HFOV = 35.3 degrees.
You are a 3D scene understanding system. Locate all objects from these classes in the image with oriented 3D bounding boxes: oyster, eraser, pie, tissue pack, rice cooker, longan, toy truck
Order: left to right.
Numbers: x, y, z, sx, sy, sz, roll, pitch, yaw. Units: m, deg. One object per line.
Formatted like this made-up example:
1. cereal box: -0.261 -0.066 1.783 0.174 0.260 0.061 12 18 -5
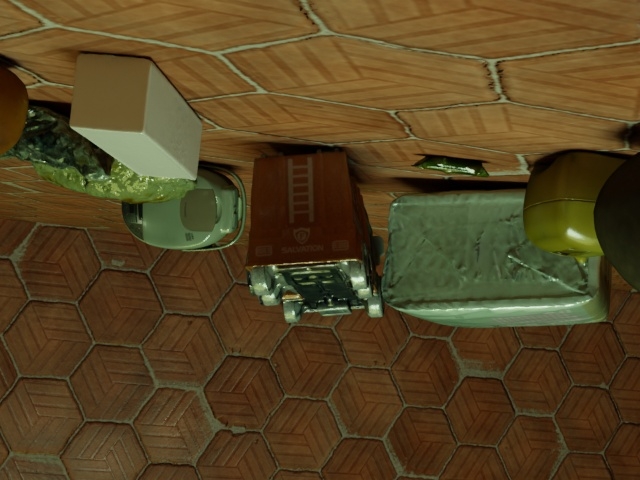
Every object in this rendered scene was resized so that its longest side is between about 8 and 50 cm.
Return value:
1. oyster: -0.380 -0.142 1.320 0.252 0.087 0.199 18 174 -6
2. pie: -0.305 -0.103 1.502 0.247 0.090 0.201 9 178 0
3. eraser: -0.196 -0.129 1.121 0.076 0.078 0.298 5 175 4
4. rice cooker: -0.222 -0.057 1.659 0.206 0.145 0.127 2 -173 3
5. toy truck: 0.000 0.000 1.524 0.173 0.207 0.387 -4 167 7
6. tissue pack: 0.313 0.039 1.694 0.331 0.205 0.405 -1 173 18
7. tissue pack: 0.333 -0.040 1.300 0.123 0.127 0.178 8 174 -6
8. longan: 0.408 -0.019 1.080 0.196 0.197 0.220 8 168 -32

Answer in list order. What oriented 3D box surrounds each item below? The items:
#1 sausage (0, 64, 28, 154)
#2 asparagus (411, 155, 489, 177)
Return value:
1. sausage: -0.412 -0.149 0.979 0.105 0.105 0.274 1 173 42
2. asparagus: 0.177 -0.101 1.368 0.108 0.021 0.025 7 171 -6
